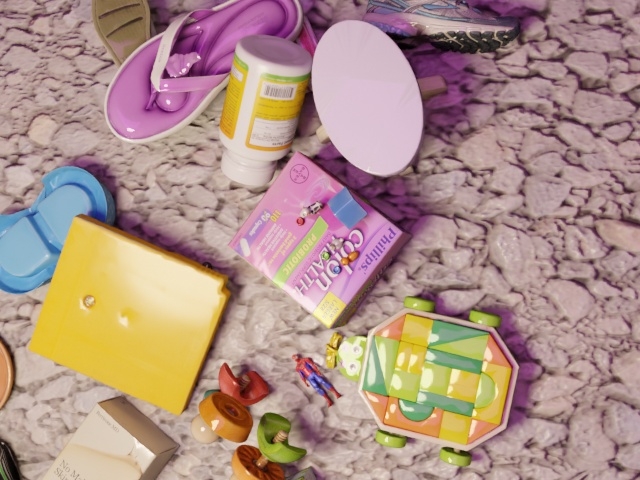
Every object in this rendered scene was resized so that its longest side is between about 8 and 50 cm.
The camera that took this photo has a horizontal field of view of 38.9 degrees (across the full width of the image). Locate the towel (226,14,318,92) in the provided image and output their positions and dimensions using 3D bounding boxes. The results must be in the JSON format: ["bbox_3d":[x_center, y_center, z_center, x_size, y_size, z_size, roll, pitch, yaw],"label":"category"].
[{"bbox_3d":[-0.087,-0.322,1.707,0.197,0.029,0.144,-25,82,14],"label":"towel"}]

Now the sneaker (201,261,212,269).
[{"bbox_3d":[-0.244,0.085,1.720,0.043,0.040,0.109,30,95,16],"label":"sneaker"}]

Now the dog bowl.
[{"bbox_3d":[-0.527,-0.018,1.780,0.297,0.074,0.166,-38,79,10],"label":"dog bowl"}]

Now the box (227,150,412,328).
[{"bbox_3d":[0.000,0.000,1.622,0.243,0.117,0.213,39,97,12],"label":"box"}]

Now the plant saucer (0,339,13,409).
[{"bbox_3d":[-0.706,0.270,1.831,0.200,0.037,0.200,-1,88,13],"label":"plant saucer"}]

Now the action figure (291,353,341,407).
[{"bbox_3d":[-0.012,0.252,1.660,0.115,0.030,0.038,46,104,14],"label":"action figure"}]

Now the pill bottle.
[{"bbox_3d":[-0.106,-0.227,1.613,0.136,0.136,0.246,26,123,14],"label":"pill bottle"}]

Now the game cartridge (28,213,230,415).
[{"bbox_3d":[-0.356,0.140,1.702,0.323,0.053,0.285,23,101,2],"label":"game cartridge"}]

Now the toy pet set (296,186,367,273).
[{"bbox_3d":[0.025,-0.024,1.522,0.114,0.065,0.122,-41,79,9],"label":"toy pet set"}]

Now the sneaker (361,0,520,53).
[{"bbox_3d":[0.211,-0.405,1.592,0.283,0.110,0.122,7,86,14],"label":"sneaker"}]

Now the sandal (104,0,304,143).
[{"bbox_3d":[-0.220,-0.338,1.624,0.416,0.102,0.169,-38,83,-6],"label":"sandal"}]

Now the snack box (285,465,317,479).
[{"bbox_3d":[-0.080,0.463,1.629,0.141,0.100,0.037,-28,85,11],"label":"snack box"}]

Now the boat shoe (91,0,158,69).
[{"bbox_3d":[-0.354,-0.365,1.730,0.113,0.103,0.302,-19,82,-5],"label":"boat shoe"}]

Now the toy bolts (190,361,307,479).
[{"bbox_3d":[-0.171,0.340,1.602,0.158,0.218,0.228,-52,39,13],"label":"toy bolts"}]

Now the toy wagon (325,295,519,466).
[{"bbox_3d":[0.167,0.236,1.594,0.344,0.068,0.267,12,90,14],"label":"toy wagon"}]

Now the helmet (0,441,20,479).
[{"bbox_3d":[-0.675,0.463,1.759,0.169,0.169,0.162,-16,101,13],"label":"helmet"}]

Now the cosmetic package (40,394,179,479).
[{"bbox_3d":[-0.430,0.466,1.714,0.160,0.113,0.309,37,97,13],"label":"cosmetic package"}]

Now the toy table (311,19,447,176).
[{"bbox_3d":[0.094,-0.236,1.587,0.252,0.161,0.274,-11,84,14],"label":"toy table"}]
